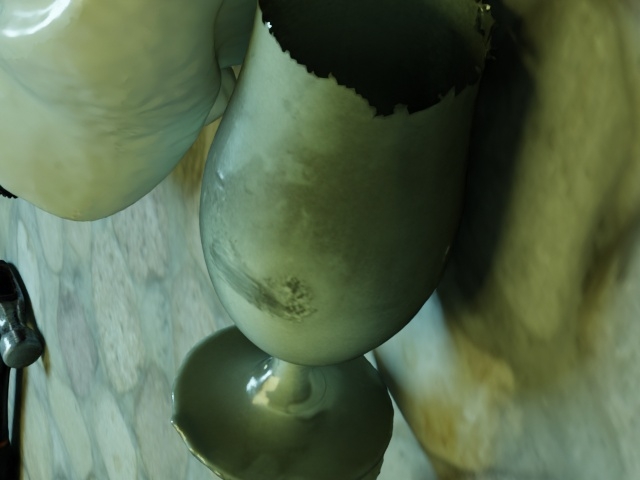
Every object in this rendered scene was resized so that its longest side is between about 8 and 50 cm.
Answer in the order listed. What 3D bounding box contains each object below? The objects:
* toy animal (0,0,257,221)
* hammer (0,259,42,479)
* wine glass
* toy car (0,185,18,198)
[{"bbox_3d":[-0.089,-0.154,0.701,0.289,0.174,0.249,131,126,-63],"label":"toy animal"},{"bbox_3d":[-0.278,0.134,1.456,0.290,0.037,0.137,104,148,-43],"label":"hammer"},{"bbox_3d":[0.000,0.000,0.643,0.222,0.103,0.103,102,150,-45],"label":"wine glass"},{"bbox_3d":[-0.233,-0.108,1.204,0.171,0.070,0.080,104,148,-46],"label":"toy car"}]
